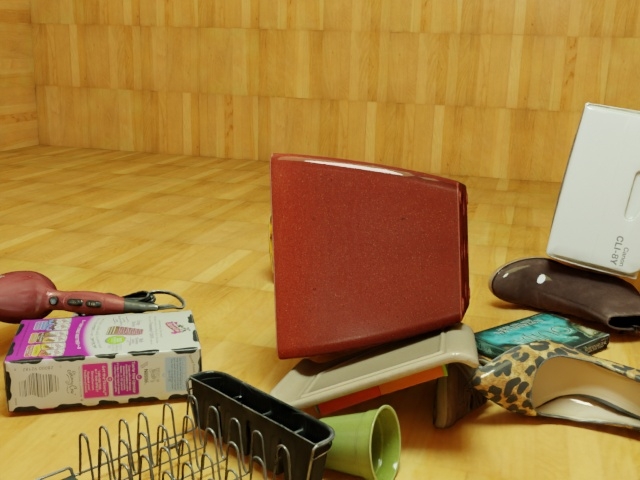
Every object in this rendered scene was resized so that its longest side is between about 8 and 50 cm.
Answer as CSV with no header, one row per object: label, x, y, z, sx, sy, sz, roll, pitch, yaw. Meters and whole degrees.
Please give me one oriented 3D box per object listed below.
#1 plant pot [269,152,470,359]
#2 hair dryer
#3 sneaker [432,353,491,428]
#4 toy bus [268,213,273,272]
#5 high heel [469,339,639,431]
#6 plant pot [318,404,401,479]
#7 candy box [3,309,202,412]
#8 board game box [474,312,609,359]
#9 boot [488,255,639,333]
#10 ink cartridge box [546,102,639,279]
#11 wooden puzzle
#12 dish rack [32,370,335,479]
plant pot,0.085,0.014,1.041,0.236,0.267,0.267,-1,2,14
hair dryer,-0.368,0.077,1.083,0.224,0.080,0.294,-10,-7,42
sneaker,0.185,0.181,0.940,0.071,0.066,0.188,6,16,14
toy bus,0.000,0.000,1.499,0.221,0.149,0.211,-3,2,-9
high heel,0.325,0.184,0.878,0.261,0.093,0.186,5,6,-23
plant pot,0.034,0.216,0.789,0.079,0.083,0.083,-4,10,28
candy box,-0.279,0.154,0.980,0.234,0.071,0.159,-3,14,-13
board game box,0.335,0.154,1.138,0.186,0.026,0.126,-10,18,-38
boot,0.431,0.094,1.253,0.249,0.090,0.207,3,12,-9
ink cartridge box,0.538,-0.087,1.414,0.161,0.279,0.385,14,4,16
wooden puzzle,0.075,0.158,0.919,0.239,0.044,0.221,-15,0,10
dish rack,-0.144,0.224,0.723,0.208,0.074,0.272,14,19,42
